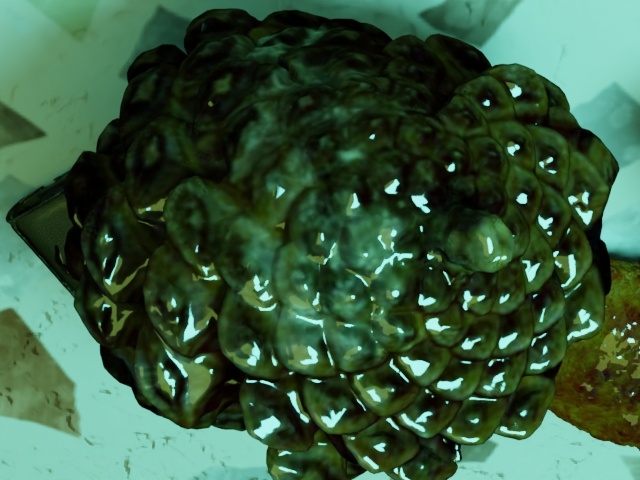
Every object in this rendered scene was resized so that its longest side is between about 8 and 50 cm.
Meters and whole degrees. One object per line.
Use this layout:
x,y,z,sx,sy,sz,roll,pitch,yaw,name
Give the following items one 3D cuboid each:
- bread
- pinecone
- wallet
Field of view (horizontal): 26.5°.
0.195,0.069,0.957,0.269,0.095,0.139,26,112,-14,bread
-0.001,0.004,0.789,0.298,0.296,0.242,-34,133,-27,pinecone
-0.116,0.028,0.950,0.110,0.031,0.198,-28,121,15,wallet
